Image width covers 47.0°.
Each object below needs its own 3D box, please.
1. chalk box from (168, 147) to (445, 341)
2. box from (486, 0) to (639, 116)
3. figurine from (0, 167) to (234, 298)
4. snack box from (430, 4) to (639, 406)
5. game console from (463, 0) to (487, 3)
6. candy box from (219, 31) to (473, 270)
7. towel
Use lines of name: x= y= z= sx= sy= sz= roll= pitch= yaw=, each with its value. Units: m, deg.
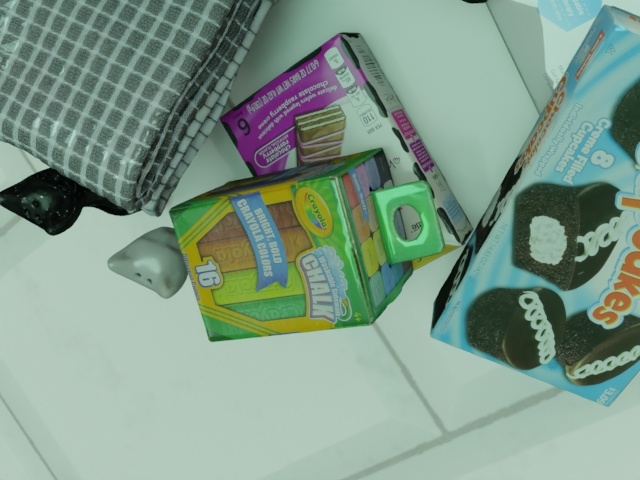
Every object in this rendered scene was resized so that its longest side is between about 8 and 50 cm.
chalk box: x=0.000 y=0.000 z=0.662 sx=0.213 sy=0.132 sz=0.132 roll=-10 pitch=102 yaw=26
box: x=0.316 y=-0.204 z=0.598 sx=0.322 sy=0.058 sz=0.232 roll=-26 pitch=95 yaw=25
figurine: x=-0.186 y=-0.023 z=0.767 sx=0.215 sy=0.209 sz=0.092 roll=28 pitch=114 yaw=12
snack box: x=0.245 y=-0.011 z=0.628 sx=0.187 sy=0.060 sz=0.322 roll=21 pitch=123 yaw=-2
game console: x=0.090 y=-0.379 z=0.456 sx=0.060 sy=0.386 sz=0.342 roll=37 pitch=103 yaw=44
candy box: x=0.026 y=-0.067 z=0.746 sx=0.159 sy=0.071 sz=0.233 roll=-30 pitch=93 yaw=26
towel: x=-0.192 y=-0.196 z=0.675 sx=0.235 sy=0.121 sz=0.284 roll=27 pitch=90 yaw=12
